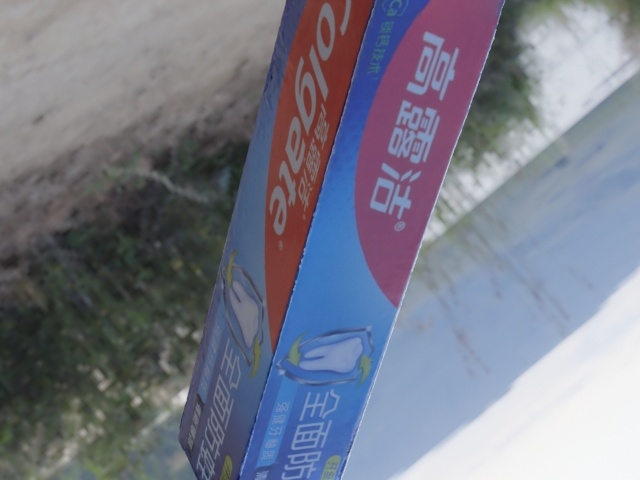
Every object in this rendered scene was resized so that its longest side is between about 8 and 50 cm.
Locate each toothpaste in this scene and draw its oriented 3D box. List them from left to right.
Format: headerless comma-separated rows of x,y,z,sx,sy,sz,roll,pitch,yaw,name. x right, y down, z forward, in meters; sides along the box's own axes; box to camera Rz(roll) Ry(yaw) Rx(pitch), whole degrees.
0.000,0.001,0.707,0.066,0.076,0.320,-5,130,-26,toothpaste
